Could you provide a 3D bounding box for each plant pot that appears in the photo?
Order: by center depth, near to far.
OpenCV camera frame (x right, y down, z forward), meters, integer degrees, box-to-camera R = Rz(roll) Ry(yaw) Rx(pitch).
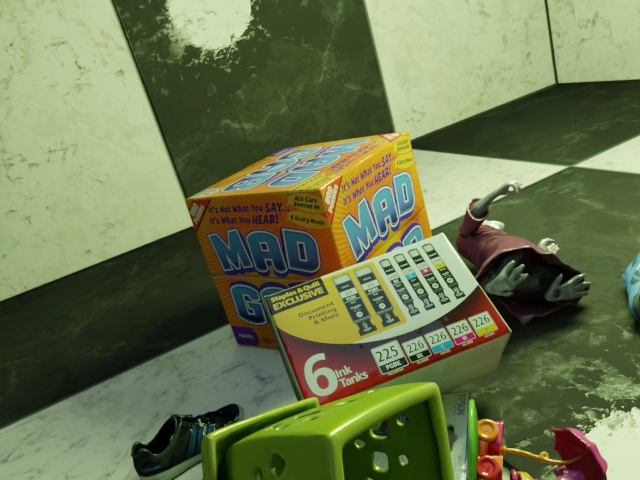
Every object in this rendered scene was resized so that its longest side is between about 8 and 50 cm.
[{"bbox_3d":[0.006,0.286,0.630,0.207,0.228,0.227,-12,-6,35],"label":"plant pot"}]

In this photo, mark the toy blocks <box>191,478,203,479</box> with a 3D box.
[{"bbox_3d":[-0.137,0.365,0.848,0.123,0.054,0.148,-1,24,39],"label":"toy blocks"}]

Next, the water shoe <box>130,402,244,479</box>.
[{"bbox_3d":[-0.217,0.325,0.981,0.203,0.080,0.073,-31,24,-35],"label":"water shoe"}]

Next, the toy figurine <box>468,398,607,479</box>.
[{"bbox_3d":[0.260,0.283,0.700,0.159,0.130,0.173,0,45,16],"label":"toy figurine"}]

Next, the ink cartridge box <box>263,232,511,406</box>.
[{"bbox_3d":[0.082,0.120,0.915,0.310,0.130,0.271,-19,52,-10],"label":"ink cartridge box"}]

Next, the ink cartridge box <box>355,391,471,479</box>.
[{"bbox_3d":[0.112,0.300,0.835,0.208,0.045,0.206,-10,20,21],"label":"ink cartridge box"}]

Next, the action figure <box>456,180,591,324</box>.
[{"bbox_3d":[0.367,0.046,1.197,0.276,0.248,0.370,-43,20,5],"label":"action figure"}]

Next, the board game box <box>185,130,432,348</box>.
[{"bbox_3d":[0.000,0.000,1.281,0.357,0.356,0.356,-1,24,37],"label":"board game box"}]

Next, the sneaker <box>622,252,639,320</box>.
[{"bbox_3d":[0.581,0.084,1.045,0.209,0.069,0.082,-46,1,-40],"label":"sneaker"}]
